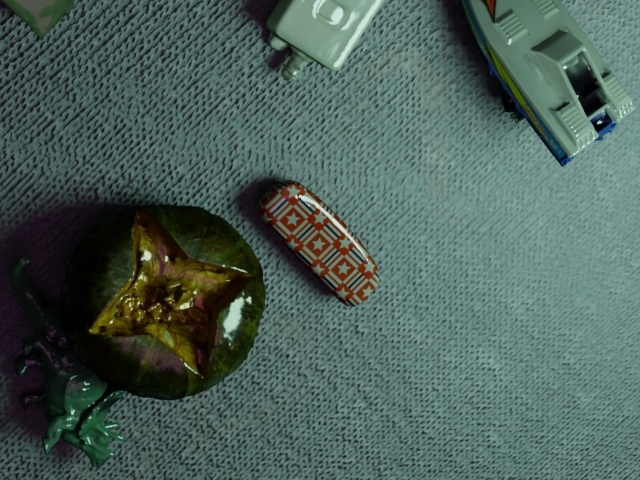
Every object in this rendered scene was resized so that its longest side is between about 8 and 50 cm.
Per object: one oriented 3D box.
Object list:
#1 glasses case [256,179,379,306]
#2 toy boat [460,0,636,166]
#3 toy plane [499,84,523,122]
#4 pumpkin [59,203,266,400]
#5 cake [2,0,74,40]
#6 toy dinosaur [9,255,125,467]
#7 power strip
[{"bbox_3d":[0.000,0.000,1.451,0.073,0.049,0.194,-43,116,-1],"label":"glasses case"},{"bbox_3d":[0.251,-0.239,1.392,0.129,0.088,0.295,-35,90,-26],"label":"toy boat"},{"bbox_3d":[0.278,-0.190,1.467,0.145,0.060,0.037,-27,116,-24],"label":"toy plane"},{"bbox_3d":[-0.183,0.071,1.355,0.238,0.159,0.238,1,87,-13],"label":"pumpkin"},{"bbox_3d":[-0.327,-0.366,1.163,0.172,0.158,0.283,-45,113,1],"label":"cake"},{"bbox_3d":[-0.324,0.155,1.393,0.120,0.079,0.292,-35,116,-9],"label":"toy dinosaur"},{"bbox_3d":[0.047,-0.330,1.342,0.098,0.058,0.338,30,99,-25],"label":"power strip"}]
